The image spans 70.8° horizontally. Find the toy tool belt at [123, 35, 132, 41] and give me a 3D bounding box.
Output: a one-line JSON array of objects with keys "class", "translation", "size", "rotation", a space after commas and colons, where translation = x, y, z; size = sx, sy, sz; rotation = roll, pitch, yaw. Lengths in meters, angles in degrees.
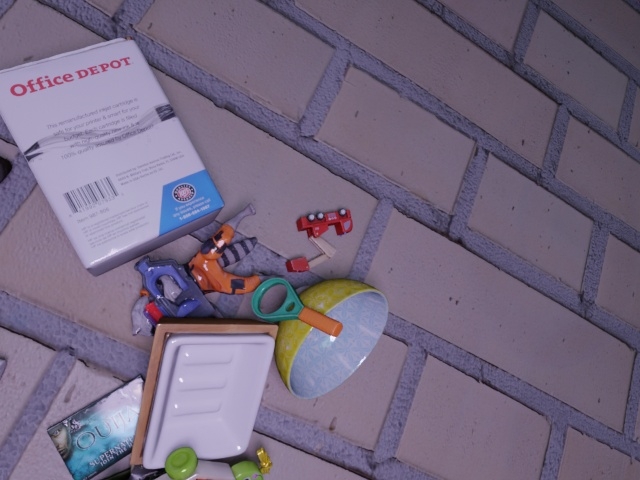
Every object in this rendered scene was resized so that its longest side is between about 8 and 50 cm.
[{"class": "toy tool belt", "translation": [-0.455, -0.433, 1.034], "size": [0.051, 0.052, 0.083], "rotation": [-7, 81, -31]}]

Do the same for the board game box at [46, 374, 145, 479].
[{"class": "board game box", "translation": [-0.415, 0.371, 0.891], "size": [0.186, 0.026, 0.126], "rotation": [-30, 90, -24]}]

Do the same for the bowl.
[{"class": "bowl", "translation": [-0.003, 0.189, 1.000], "size": [0.290, 0.289, 0.156], "rotation": [-35, 49, -23]}]

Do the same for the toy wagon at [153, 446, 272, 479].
[{"class": "toy wagon", "translation": [-0.241, 0.506, 0.834], "size": [0.345, 0.068, 0.266], "rotation": [-21, 119, -22]}]

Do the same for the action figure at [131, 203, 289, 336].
[{"class": "action figure", "translation": [-0.241, 0.121, 0.974], "size": [0.331, 0.179, 0.340], "rotation": [-28, 119, -18]}]

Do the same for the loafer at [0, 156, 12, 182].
[{"class": "loafer", "translation": [-0.712, -0.154, 0.872], "size": [0.220, 0.078, 0.080], "rotation": [17, 105, -6]}]

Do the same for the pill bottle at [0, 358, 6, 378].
[{"class": "pill bottle", "translation": [-0.656, 0.224, 0.799], "size": [0.152, 0.086, 0.085], "rotation": [21, 72, -16]}]

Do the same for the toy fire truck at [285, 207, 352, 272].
[{"class": "toy fire truck", "translation": [0.000, 0.000, 1.117], "size": [0.192, 0.047, 0.135], "rotation": [-11, 83, -23]}]

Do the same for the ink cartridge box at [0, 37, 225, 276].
[{"class": "ink cartridge box", "translation": [-0.425, -0.168, 0.925], "size": [0.286, 0.166, 0.394], "rotation": [-28, 91, -24]}]

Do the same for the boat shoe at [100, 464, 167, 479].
[{"class": "boat shoe", "translation": [-0.348, 0.457, 0.870], "size": [0.224, 0.080, 0.073], "rotation": [-23, 93, -19]}]

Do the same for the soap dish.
[{"class": "soap dish", "translation": [-0.226, 0.279, 0.865], "size": [0.229, 0.118, 0.290], "rotation": [7, 106, -32]}]

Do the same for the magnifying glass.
[{"class": "magnifying glass", "translation": [-0.050, 0.132, 0.867], "size": [0.092, 0.231, 0.026], "rotation": [-57, 136, -17]}]
